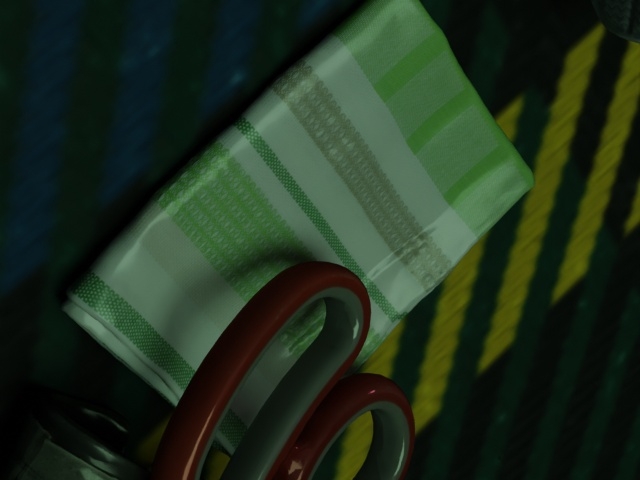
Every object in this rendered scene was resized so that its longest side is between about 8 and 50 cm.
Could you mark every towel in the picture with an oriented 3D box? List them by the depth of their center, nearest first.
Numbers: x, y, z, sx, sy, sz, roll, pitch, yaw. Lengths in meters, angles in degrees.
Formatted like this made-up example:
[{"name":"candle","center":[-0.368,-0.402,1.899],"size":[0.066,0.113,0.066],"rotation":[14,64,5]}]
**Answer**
[{"name":"towel","center":[0.000,0.000,0.466],"size":[0.152,0.023,0.113],"rotation":[-45,132,-5]}]

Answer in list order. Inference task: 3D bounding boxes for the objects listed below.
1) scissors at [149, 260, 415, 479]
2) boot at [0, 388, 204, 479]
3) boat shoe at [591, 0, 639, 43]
[{"name":"scissors","center":[-0.062,0.140,0.428],"size":[0.297,0.021,0.109],"rotation":[-53,137,-19]},{"name":"boot","center":[-0.068,0.172,0.485],"size":[0.161,0.083,0.246],"rotation":[-44,133,-13]},{"name":"boat shoe","center":[0.156,-0.167,0.437],"size":[0.076,0.083,0.226],"rotation":[3,113,-34]}]
